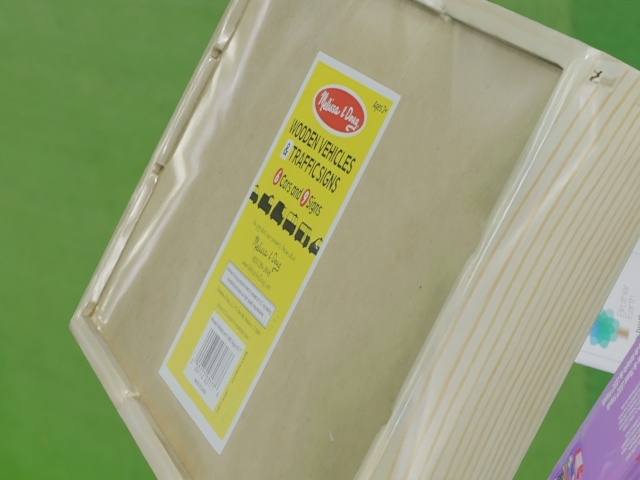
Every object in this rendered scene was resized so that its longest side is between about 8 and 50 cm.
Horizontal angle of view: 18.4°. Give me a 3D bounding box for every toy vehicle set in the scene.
[{"bbox_3d":[0.000,0.000,0.583,0.166,0.035,0.267,-62,23,7],"label":"toy vehicle set"}]

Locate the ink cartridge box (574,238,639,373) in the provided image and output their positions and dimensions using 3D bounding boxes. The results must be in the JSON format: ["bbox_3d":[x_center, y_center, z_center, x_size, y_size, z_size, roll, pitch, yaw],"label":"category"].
[{"bbox_3d":[0.149,-0.022,1.339,0.311,0.065,0.185,15,100,39],"label":"ink cartridge box"}]

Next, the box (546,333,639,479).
[{"bbox_3d":[0.242,0.107,1.025,0.293,0.201,0.057,106,162,-62],"label":"box"}]
